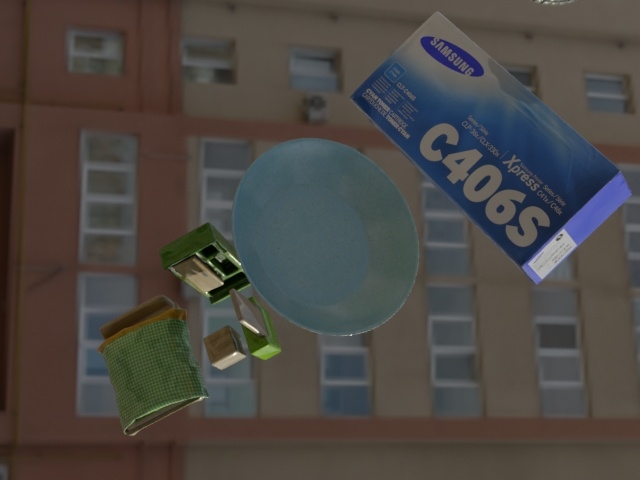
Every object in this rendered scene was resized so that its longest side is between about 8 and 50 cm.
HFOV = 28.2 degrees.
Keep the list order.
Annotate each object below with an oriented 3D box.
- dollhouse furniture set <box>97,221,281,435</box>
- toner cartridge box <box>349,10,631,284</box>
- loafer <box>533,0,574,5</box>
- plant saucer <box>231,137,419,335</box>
[{"bbox_3d":[-0.243,0.146,2.024,0.151,0.301,0.197,45,20,-53],"label":"dollhouse furniture set"},{"bbox_3d":[0.206,-0.122,1.601,0.348,0.165,0.075,47,3,31],"label":"toner cartridge box"},{"bbox_3d":[0.237,-0.360,1.526,0.094,0.251,0.087,-39,-135,43],"label":"loafer"},{"bbox_3d":[0.000,0.000,1.199,0.037,0.195,0.195,143,-51,-58],"label":"plant saucer"}]
